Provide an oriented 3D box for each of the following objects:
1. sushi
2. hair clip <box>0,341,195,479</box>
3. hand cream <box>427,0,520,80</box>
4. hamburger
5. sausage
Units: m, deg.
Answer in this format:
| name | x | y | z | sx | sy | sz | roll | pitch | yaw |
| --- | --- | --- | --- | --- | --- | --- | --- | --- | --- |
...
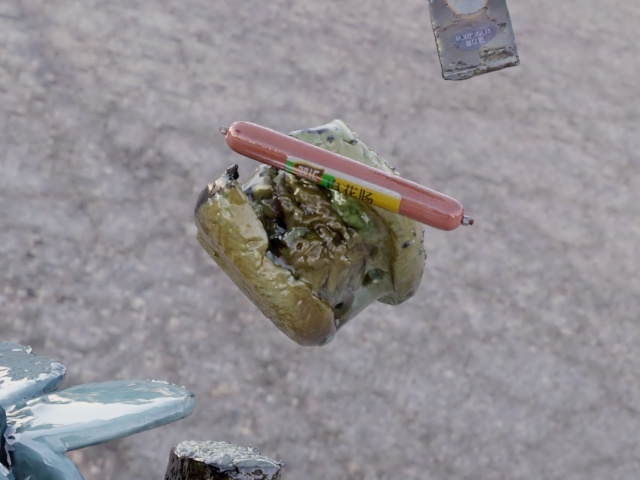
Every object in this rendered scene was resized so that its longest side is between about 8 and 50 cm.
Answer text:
| name | x | y | z | sx | sy | sz | roll | pitch | yaw |
| --- | --- | --- | --- | --- | --- | --- | --- | --- | --- |
| sushi | -0.094 | 0.229 | 1.423 | 0.090 | 0.078 | 0.150 | 4 | 1 | -29 |
| hair clip | -0.288 | 0.208 | 1.137 | 0.318 | 0.238 | 0.392 | 4 | 0 | 32 |
| hand cream | 0.111 | -0.205 | 1.203 | 0.062 | 0.163 | 0.039 | -11 | -21 | 6 |
| hamburger | 0.000 | 0.000 | 1.412 | 0.192 | 0.167 | 0.288 | 47 | -7 | 3 |
| sausage | 0.019 | -0.053 | 1.246 | 0.223 | 0.029 | 0.029 | 21 | 22 | 10 |
